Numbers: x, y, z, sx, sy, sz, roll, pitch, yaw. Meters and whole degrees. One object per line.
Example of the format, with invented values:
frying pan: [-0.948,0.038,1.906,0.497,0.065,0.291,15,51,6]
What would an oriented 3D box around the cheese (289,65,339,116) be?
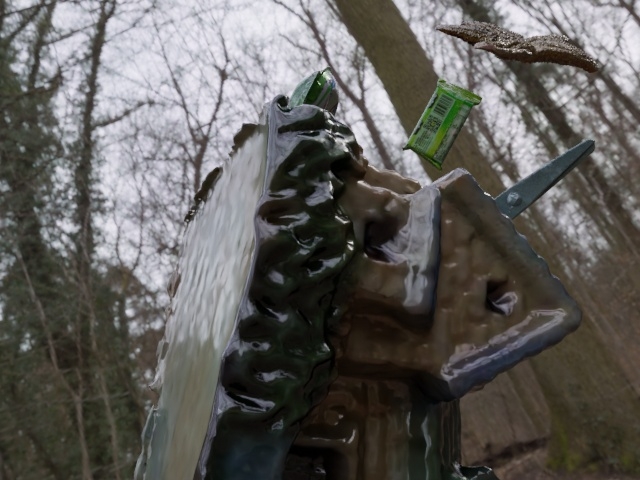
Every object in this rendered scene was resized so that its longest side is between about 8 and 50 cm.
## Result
cheese: [-0.019,-0.248,1.532,0.320,0.083,0.204,90,-155,-72]

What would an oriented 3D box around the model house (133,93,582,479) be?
model house: [0.046,0.158,0.734,0.400,0.445,0.395,16,-24,-20]

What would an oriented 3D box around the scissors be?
scissors: [0.291,-0.042,1.213,0.447,0.192,0.029,-35,-16,-10]

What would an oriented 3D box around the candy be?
candy: [0.256,-0.246,1.549,0.178,0.102,0.032,-62,-5,5]

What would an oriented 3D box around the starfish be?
starfish: [0.275,-0.277,1.037,0.240,0.227,0.043,-20,-54,-51]
